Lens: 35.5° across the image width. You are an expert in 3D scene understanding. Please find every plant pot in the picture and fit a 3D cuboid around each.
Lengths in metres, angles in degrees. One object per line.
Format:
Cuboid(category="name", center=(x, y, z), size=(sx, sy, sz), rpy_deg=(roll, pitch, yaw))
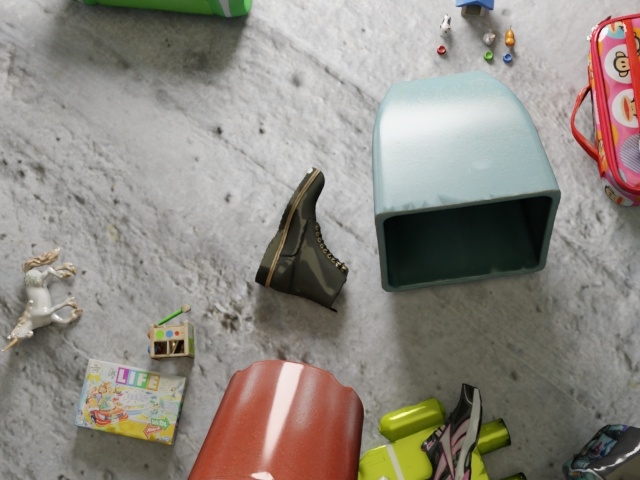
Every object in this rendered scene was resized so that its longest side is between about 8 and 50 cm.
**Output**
Cuboid(category="plant pot", center=(-0.061, 0.325, 1.355), size=(0.272, 0.272, 0.265), rpy_deg=(10, 49, 6))
Cuboid(category="plant pot", center=(0.192, -0.102, 1.461), size=(0.247, 0.248, 0.252), rpy_deg=(-7, 62, 3))

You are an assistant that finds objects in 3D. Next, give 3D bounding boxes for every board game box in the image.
Cuboid(category="board game box", center=(-0.287, 0.245, 1.523), size=(0.154, 0.026, 0.104), rpy_deg=(10, 79, 6))

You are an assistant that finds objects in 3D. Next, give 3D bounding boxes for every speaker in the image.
Cuboid(category="speaker", center=(-0.260, -0.430, 1.606), size=(0.296, 0.131, 0.131), rpy_deg=(6, 79, 5))

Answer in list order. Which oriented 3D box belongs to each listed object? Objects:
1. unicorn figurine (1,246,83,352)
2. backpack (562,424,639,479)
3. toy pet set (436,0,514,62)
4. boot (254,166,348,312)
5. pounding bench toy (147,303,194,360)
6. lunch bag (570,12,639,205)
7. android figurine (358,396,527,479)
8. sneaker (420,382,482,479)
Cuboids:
Cuboid(category="unicorn figurine", center=(-0.431, 0.098, 1.552), size=(0.111, 0.060, 0.162), rpy_deg=(-12, 62, 2))
Cuboid(category="backpack", center=(0.424, 0.363, 1.341), size=(0.191, 0.253, 0.225), rpy_deg=(-41, 82, -1))
Cuboid(category="toy pet set", center=(0.252, -0.352, 1.589), size=(0.122, 0.065, 0.114), rpy_deg=(7, 79, 5))
Cuboid(category="boot", center=(0.000, 0.000, 1.538), size=(0.137, 0.077, 0.198), rpy_deg=(24, 94, 3))
Cuboid(category="pounding bench toy", center=(-0.230, 0.139, 1.528), size=(0.065, 0.052, 0.083), rpy_deg=(-3, 78, 3))
Cuboid(category="lunch bag", center=(0.511, -0.201, 1.522), size=(0.258, 0.120, 0.293), rpy_deg=(-7, 77, 6))
Cuboid(category="android figurine", center=(0.161, 0.362, 1.458), size=(0.272, 0.056, 0.248), rpy_deg=(-18, 78, -2))
Cuboid(category="sneaker", center=(0.182, 0.285, 1.414), size=(0.077, 0.072, 0.178), rpy_deg=(11, 71, 13))
